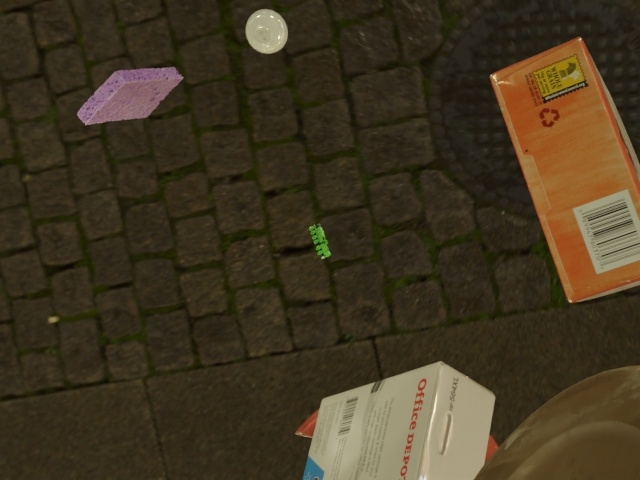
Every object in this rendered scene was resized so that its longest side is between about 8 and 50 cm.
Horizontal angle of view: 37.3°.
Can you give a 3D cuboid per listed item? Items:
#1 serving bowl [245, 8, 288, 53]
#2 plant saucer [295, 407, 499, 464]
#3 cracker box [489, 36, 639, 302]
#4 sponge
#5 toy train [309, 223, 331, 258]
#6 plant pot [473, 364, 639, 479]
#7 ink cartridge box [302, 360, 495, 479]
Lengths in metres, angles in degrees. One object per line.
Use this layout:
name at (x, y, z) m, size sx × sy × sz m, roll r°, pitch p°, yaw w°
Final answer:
serving bowl at (-0.104, -0.388, 1.772) m, size 0.083 × 0.027 × 0.083 m, roll 8°, pitch 117°, yaw 16°
plant saucer at (0.109, 0.253, 1.232) m, size 0.259 × 0.258 × 0.047 m, roll 9°, pitch 80°, yaw 7°
cracker box at (0.198, -0.040, 0.685) m, size 0.067 × 0.232 × 0.155 m, roll -21°, pitch 81°, yaw 19°
sponge at (-0.342, -0.264, 1.721) m, size 0.117 × 0.210 × 0.031 m, roll -41°, pitch 86°, yaw 23°
toy train at (0.000, 0.000, 1.652) m, size 0.024 × 0.083 × 0.017 m, roll -27°, pitch 133°, yaw 8°
plant pot at (0.195, 0.200, 0.371) m, size 0.280 × 0.323 × 0.323 m, roll 32°, pitch 104°, yaw -11°
ink cartridge box at (0.075, 0.227, 0.993) m, size 0.086 × 0.148 × 0.203 m, roll 32°, pitch 145°, yaw -24°
